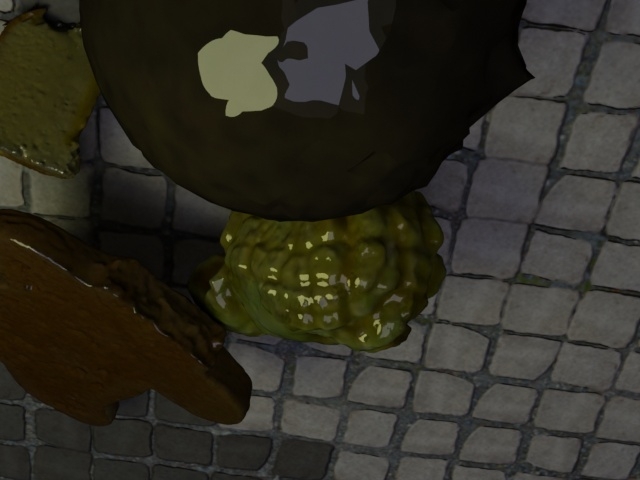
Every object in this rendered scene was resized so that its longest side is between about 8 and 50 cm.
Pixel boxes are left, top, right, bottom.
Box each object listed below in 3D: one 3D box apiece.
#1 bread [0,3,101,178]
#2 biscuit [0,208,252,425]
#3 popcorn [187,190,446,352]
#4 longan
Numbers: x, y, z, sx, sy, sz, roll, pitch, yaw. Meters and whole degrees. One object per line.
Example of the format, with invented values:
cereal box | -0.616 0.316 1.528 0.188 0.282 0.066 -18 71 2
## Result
bread | -0.287 -0.153 1.203 0.140 0.169 0.160 23 86 -15
biscuit | -0.278 0.102 1.322 0.368 0.076 0.394 39 145 -25
popcorn | 0.000 0.000 1.212 0.286 0.225 0.174 2 159 46
longan | -0.003 -0.203 0.933 0.391 0.391 0.391 2 129 2
